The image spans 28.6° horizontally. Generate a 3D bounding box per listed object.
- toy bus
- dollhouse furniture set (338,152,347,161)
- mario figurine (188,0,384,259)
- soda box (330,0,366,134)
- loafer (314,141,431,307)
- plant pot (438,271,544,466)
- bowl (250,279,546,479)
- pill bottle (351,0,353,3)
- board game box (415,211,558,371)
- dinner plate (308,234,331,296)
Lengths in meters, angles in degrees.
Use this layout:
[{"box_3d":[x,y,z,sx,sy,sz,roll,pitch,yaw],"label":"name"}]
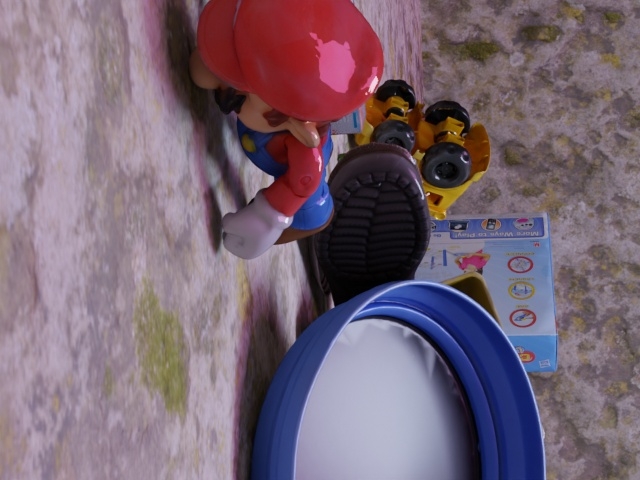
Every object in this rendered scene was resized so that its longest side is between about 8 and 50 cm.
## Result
[{"box_3d":[0.131,-0.126,2.014,0.149,0.220,0.211,-83,-160,-48],"label":"toy bus"},{"box_3d":[0.050,-0.067,1.764,0.151,0.059,0.076,-80,165,-54],"label":"dollhouse furniture set"},{"box_3d":[-0.054,-0.115,1.048,0.198,0.170,0.320,53,-14,17],"label":"mario figurine"},{"box_3d":[0.021,-0.231,1.628,0.063,0.058,0.183,-77,163,-59],"label":"soda box"},{"box_3d":[0.058,-0.007,1.532,0.366,0.134,0.130,91,-1,-55],"label":"loafer"},{"box_3d":[0.107,0.186,1.501,0.187,0.212,0.212,123,-51,-69],"label":"plant pot"},{"box_3d":[0.084,0.236,1.243,0.391,0.077,0.391,9,77,-46],"label":"bowl"},{"box_3d":[-0.029,-0.268,1.116,0.208,0.119,0.119,77,14,-48],"label":"pill bottle"},{"box_3d":[0.232,0.082,2.086,0.302,0.308,0.086,-82,168,-49],"label":"board game box"},{"box_3d":[0.000,0.000,1.560,0.141,0.017,0.141,-3,90,-82],"label":"dinner plate"}]
